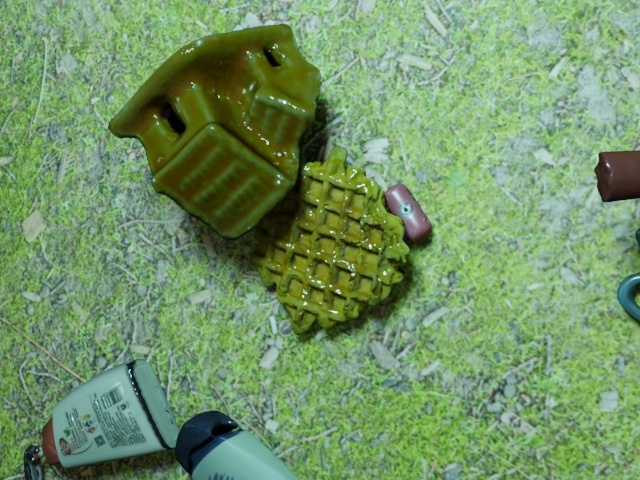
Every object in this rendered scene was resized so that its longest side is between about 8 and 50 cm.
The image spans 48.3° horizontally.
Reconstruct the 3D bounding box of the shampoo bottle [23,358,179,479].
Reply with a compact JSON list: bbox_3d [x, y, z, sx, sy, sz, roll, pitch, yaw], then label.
[{"bbox_3d":[-0.364,0.305,1.126,0.284,0.071,0.153,-28,81,20],"label":"shampoo bottle"}]

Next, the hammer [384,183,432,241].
[{"bbox_3d":[0.117,-0.038,0.965,0.043,0.043,0.083,-35,75,17],"label":"hammer"}]

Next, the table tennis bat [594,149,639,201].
[{"bbox_3d":[0.503,-0.082,0.736,0.414,0.051,0.268,-5,93,8],"label":"table tennis bat"}]

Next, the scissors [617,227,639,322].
[{"bbox_3d":[0.498,0.068,0.814,0.289,0.041,0.138,19,96,24],"label":"scissors"}]

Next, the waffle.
[{"bbox_3d":[0.000,0.000,0.993,0.243,0.058,0.238,-31,79,27],"label":"waffle"}]

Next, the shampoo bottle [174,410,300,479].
[{"bbox_3d":[-0.062,0.361,0.955,0.359,0.078,0.134,36,121,33],"label":"shampoo bottle"}]

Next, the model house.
[{"bbox_3d":[-0.112,-0.146,0.971,0.268,0.173,0.239,-41,63,19],"label":"model house"}]
